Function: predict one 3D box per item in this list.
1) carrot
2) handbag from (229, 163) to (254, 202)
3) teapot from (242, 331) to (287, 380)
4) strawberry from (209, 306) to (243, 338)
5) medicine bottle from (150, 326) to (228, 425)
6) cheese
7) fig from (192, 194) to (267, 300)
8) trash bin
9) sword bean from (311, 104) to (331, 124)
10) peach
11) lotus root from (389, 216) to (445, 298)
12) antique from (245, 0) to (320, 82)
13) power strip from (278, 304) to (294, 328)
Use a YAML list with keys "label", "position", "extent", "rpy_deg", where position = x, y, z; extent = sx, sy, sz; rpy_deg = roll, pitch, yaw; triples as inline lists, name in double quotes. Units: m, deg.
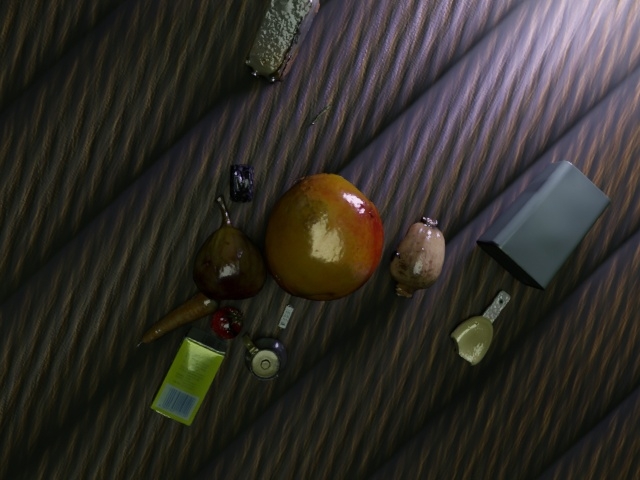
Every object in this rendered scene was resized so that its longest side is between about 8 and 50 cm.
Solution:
- label: "carrot"
  position: [-0.443, 0.243, 1.679]
  extent: [0.298, 0.078, 0.078]
  rpy_deg: [-31, 96, 3]
- label: "handbag"
  position: [-0.228, -0.169, 1.620]
  extent: [0.072, 0.139, 0.115]
  rpy_deg: [3, 94, -12]
- label: "teapot"
  position: [-0.178, 0.351, 1.679]
  extent: [0.130, 0.119, 0.165]
  rpy_deg: [-42, 96, 0]
- label: "strawberry"
  position: [-0.290, 0.253, 1.680]
  extent: [0.106, 0.106, 0.106]
  rpy_deg: [0, 95, -4]
- label: "medicine bottle"
  position: [-0.393, 0.403, 1.660]
  extent: [0.141, 0.137, 0.250]
  rpy_deg: [28, 92, -5]
- label: "cheese"
  position: [0.516, 0.268, 1.759]
  extent: [0.127, 0.050, 0.255]
  rpy_deg: [35, 90, -5]
- label: "fig"
  position: [-0.270, 0.013, 1.628]
  extent: [0.217, 0.217, 0.320]
  rpy_deg: [-4, 73, -4]
- label: "trash bin"
  position: [0.689, -0.049, 1.688]
  extent: [0.223, 0.158, 0.343]
  rpy_deg: [41, 90, -7]
- label: "sword bean"
  position: [0.003, -0.385, 1.682]
  extent: [0.012, 0.012, 0.083]
  rpy_deg: [45, 92, -6]
- label: "peach"
  position: [0.000, -0.001, 1.576]
  extent: [0.373, 0.290, 0.372]
  rpy_deg: [0, 97, -1]
- label: "lotus root"
  position: [0.294, 0.054, 1.679]
  extent: [0.155, 0.140, 0.256]
  rpy_deg: [17, 88, -12]
- label: "antique"
  position: [-0.115, -0.600, 1.603]
  extent: [0.125, 0.150, 0.284]
  rpy_deg: [25, 101, -2]
- label: "power strip"
  position: [-0.109, 0.241, 1.726]
  extent: [0.027, 0.017, 0.083]
  rpy_deg: [23, 92, -4]
